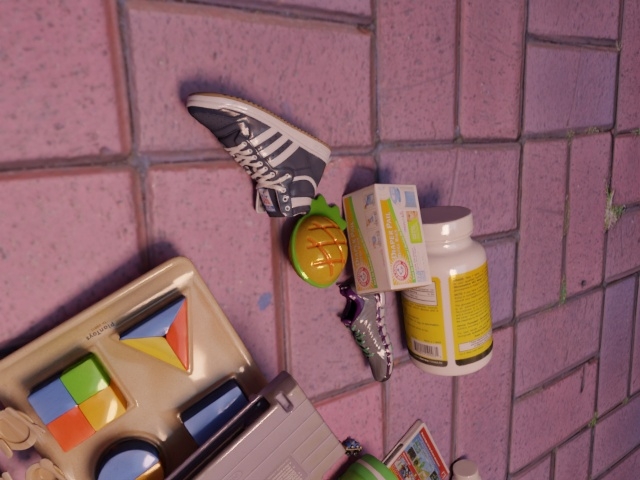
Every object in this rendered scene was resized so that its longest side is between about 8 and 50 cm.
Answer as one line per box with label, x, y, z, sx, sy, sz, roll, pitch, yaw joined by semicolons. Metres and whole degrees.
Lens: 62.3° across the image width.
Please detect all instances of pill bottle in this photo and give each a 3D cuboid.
pill bottle;0.266;0.103;1.141;0.188;0.188;0.334;-20;110;-33
pill bottle;0.389;0.655;1.398;0.078;0.078;0.137;-22;111;-32

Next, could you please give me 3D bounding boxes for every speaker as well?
speaker;0.037;0.592;1.095;0.296;0.131;0.131;-40;119;-24

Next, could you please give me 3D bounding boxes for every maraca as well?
maraca;0.000;0.000;0.987;0.127;0.099;0.185;35;52;-33

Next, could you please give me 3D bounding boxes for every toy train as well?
toy train;0.027;0.440;1.126;0.158;0.027;0.036;16;78;-37

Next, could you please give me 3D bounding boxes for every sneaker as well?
sneaker;-0.106;-0.129;0.881;0.282;0.099;0.153;19;85;-40
sneaker;0.087;0.191;1.102;0.098;0.083;0.223;-9;93;-25

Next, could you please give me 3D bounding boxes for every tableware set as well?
tableware set;-0.428;0.307;0.721;0.169;0.020;0.141;-30;105;10

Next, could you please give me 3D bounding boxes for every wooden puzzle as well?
wooden puzzle;-0.248;0.245;0.784;0.322;0.080;0.347;-33;104;-17

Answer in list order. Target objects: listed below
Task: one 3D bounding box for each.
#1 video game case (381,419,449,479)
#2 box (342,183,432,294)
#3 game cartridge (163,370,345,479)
video game case;0.188;0.601;1.273;0.285;0.025;0.204;-40;119;-24
box;0.129;-0.001;1.038;0.114;0.103;0.203;-4;82;-36
game cartridge;-0.134;0.385;0.800;0.355;0.068;0.230;-40;135;-16
